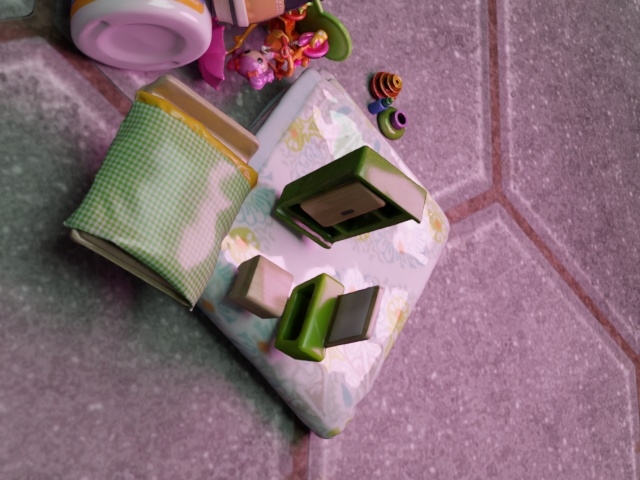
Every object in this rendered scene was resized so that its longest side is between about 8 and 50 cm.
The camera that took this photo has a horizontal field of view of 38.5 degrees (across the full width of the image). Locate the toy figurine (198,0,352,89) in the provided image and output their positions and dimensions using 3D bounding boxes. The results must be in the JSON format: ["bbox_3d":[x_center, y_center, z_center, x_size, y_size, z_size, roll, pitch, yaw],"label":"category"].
[{"bbox_3d":[-0.075,-0.237,1.121,0.173,0.130,0.159,39,62,9],"label":"toy figurine"}]

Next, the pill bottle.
[{"bbox_3d":[-0.198,-0.341,1.018,0.152,0.152,0.272,10,70,-40],"label":"pill bottle"}]

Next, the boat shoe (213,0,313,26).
[{"bbox_3d":[-0.050,-0.459,1.091,0.187,0.156,0.500,83,4,-58],"label":"boat shoe"}]

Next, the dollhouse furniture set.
[{"bbox_3d":[-0.065,-0.029,0.923,0.301,0.151,0.198,34,59,-28],"label":"dollhouse furniture set"}]

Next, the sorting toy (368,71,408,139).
[{"bbox_3d":[0.104,-0.198,1.322,0.061,0.042,0.102,-16,89,-44],"label":"sorting toy"}]

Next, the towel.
[{"bbox_3d":[0.000,0.000,1.137,0.320,0.090,0.374,49,51,-19],"label":"towel"}]
